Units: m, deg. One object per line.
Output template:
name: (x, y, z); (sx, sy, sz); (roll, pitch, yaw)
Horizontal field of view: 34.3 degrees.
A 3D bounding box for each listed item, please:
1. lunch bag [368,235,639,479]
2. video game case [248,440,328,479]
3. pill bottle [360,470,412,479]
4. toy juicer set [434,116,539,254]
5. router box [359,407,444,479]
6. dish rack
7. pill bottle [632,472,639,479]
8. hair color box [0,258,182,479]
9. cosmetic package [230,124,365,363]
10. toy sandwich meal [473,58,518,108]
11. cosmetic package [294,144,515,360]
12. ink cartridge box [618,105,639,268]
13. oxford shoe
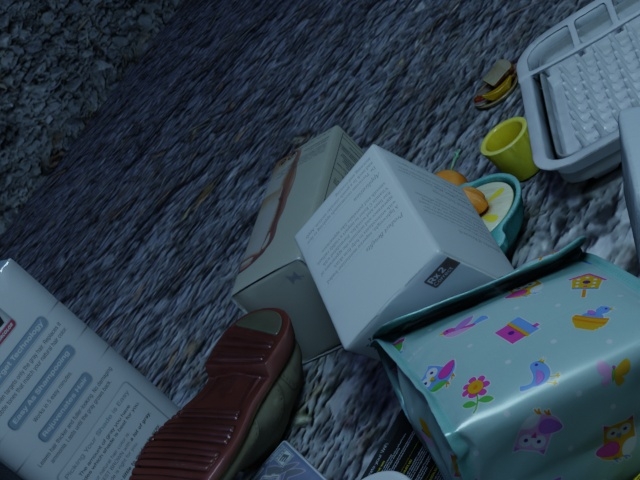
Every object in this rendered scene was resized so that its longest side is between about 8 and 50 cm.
lunch bag: (0.177, 0.108, 0.912); (0.223, 0.160, 0.262); (-24, 25, -4)
video game case: (-0.068, 0.329, 1.128); (0.201, 0.023, 0.183); (-47, 25, -9)
pill bottle: (0.085, 0.268, 0.823); (0.094, 0.169, 0.094); (-34, 25, 19)
toy juicer set: (0.158, -0.011, 1.257); (0.209, 0.089, 0.329); (-25, 31, 34)
router box: (0.099, 0.238, 1.000); (0.133, 0.046, 0.179); (-5, 44, 54)
dish rack: (0.385, -0.208, 1.257); (0.285, 0.072, 0.333); (-30, 28, 24)
pill bottle: (0.274, 0.194, 0.788); (0.116, 0.065, 0.065); (-44, 25, -4)
hair color box: (-0.315, 0.215, 1.253); (0.113, 0.374, 0.185); (-9, 41, 51)
cosmetic package: (0.000, 0.000, 1.402); (0.129, 0.153, 0.296); (-29, 27, 31)
toy sandwich meal: (0.257, -0.231, 1.529); (0.085, 0.029, 0.086); (-34, 26, 19)
cosmetic package: (0.094, 0.025, 1.128); (0.151, 0.151, 0.184); (-48, 42, 23)
ink cartridge box: (0.388, 0.003, 0.730); (0.308, 0.091, 0.385); (-6, 31, 13)
oxford shoe: (-0.104, 0.240, 1.202); (0.123, 0.130, 0.348); (2, 42, 36)
